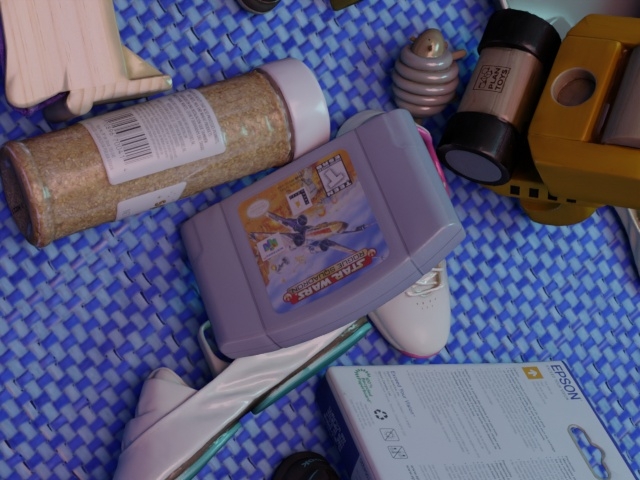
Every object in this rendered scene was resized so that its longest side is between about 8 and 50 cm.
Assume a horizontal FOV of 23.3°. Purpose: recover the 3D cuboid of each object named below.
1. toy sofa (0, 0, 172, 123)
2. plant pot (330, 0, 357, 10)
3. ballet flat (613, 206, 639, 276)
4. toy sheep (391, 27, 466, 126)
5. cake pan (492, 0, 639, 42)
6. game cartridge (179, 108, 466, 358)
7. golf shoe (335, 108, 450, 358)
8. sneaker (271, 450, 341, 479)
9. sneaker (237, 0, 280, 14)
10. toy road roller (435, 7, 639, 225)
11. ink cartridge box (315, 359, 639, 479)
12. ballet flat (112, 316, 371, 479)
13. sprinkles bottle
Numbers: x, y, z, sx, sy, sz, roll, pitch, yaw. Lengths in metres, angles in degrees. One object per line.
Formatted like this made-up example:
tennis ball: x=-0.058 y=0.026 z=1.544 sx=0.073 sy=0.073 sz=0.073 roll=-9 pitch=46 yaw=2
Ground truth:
toy sofa: x=-0.286 y=-0.309 z=1.637 sx=0.177 sy=0.150 sz=0.363 roll=-13 pitch=95 yaw=-19
plant pot: x=0.052 y=-0.325 z=1.824 sx=0.081 sy=0.083 sz=0.082 roll=-25 pitch=101 yaw=-22
ballet flat: x=0.424 y=-0.045 z=1.993 sx=0.086 sy=0.086 sz=0.248 roll=-30 pitch=101 yaw=-21
toy sheep: x=0.127 y=-0.192 z=1.859 sx=0.091 sy=0.091 sz=0.132 roll=-10 pitch=120 yaw=-24
cake pan: x=0.333 y=-0.347 z=1.967 sx=0.293 sy=0.054 sz=0.293 roll=0 pitch=90 yaw=-24
game cartridge: x=0.000 y=0.000 z=1.693 sx=0.297 sy=0.198 sz=0.062 roll=-28 pitch=142 yaw=9
golf shoe: x=0.101 y=-0.004 z=1.818 sx=0.115 sy=0.140 sz=0.306 roll=-19 pitch=99 yaw=-25
sneaker: x=-0.030 y=0.378 z=1.778 sx=0.101 sy=0.106 sz=0.267 roll=10 pitch=87 yaw=-25
sneaker: x=-0.031 y=-0.368 z=1.767 sx=0.083 sy=0.118 sz=0.222 roll=23 pitch=81 yaw=-23
toy road roller: x=0.318 y=-0.123 z=1.829 sx=0.240 sy=0.329 sz=0.203 roll=49 pitch=58 yaw=-51
ink cartridge box: x=0.197 y=0.271 z=1.781 sx=0.330 sy=0.324 sz=0.071 roll=2 pitch=128 yaw=-24
ballet flat: x=-0.118 y=0.167 z=1.739 sx=0.400 sy=0.139 sz=0.139 roll=-39 pitch=105 yaw=-23
sprinkles bottle: x=-0.168 y=-0.100 z=1.705 sx=0.355 sy=0.121 sz=0.121 roll=-19 pitch=98 yaw=-23
